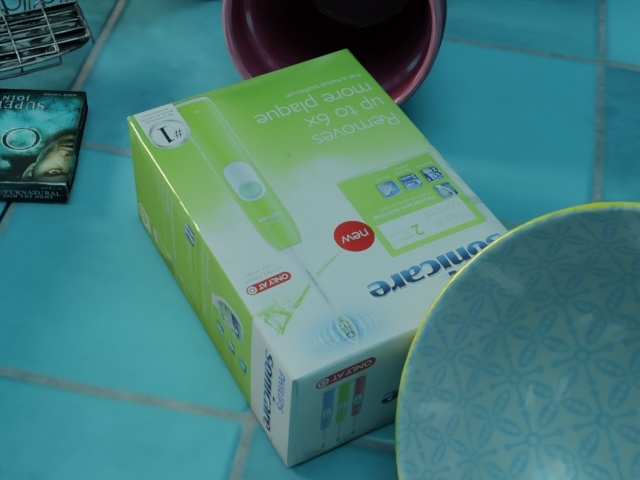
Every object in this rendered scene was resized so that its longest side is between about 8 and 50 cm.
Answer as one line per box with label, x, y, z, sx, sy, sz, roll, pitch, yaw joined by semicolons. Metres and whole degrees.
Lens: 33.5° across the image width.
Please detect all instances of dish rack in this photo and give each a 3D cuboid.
dish rack;-0.341;-0.236;1.053;0.208;0.074;0.271;-16;53;-16

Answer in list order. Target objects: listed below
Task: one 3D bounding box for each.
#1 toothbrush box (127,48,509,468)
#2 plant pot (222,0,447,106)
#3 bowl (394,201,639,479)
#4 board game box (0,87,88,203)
toothbrush box;0.000;0.000;0.834;0.206;0.122;0.283;-20;54;-21
plant pot;0.024;-0.233;1.009;0.201;0.201;0.180;11;32;6
bowl;0.210;0.127;0.689;0.289;0.289;0.156;40;15;27
board game box;-0.310;-0.088;0.951;0.186;0.026;0.126;1;48;-3
